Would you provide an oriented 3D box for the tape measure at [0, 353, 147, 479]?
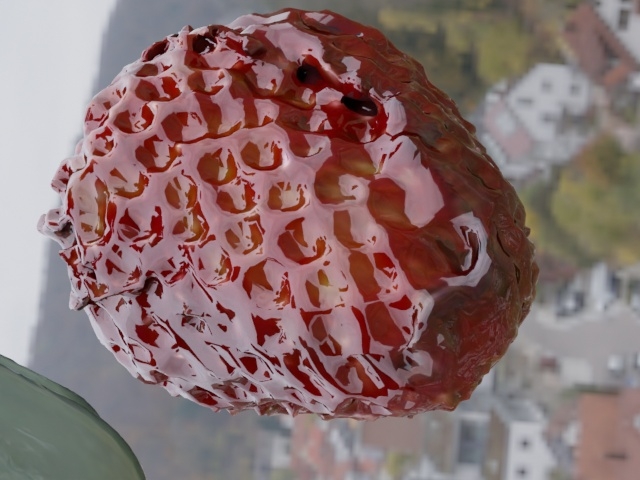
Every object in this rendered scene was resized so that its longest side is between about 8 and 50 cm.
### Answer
[{"bbox_3d":[-0.173,0.050,0.452,0.125,0.243,0.246,-64,12,-7],"label":"tape measure"}]

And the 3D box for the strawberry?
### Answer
[{"bbox_3d":[0.000,0.000,0.837,0.244,0.205,0.205,32,121,55],"label":"strawberry"}]
